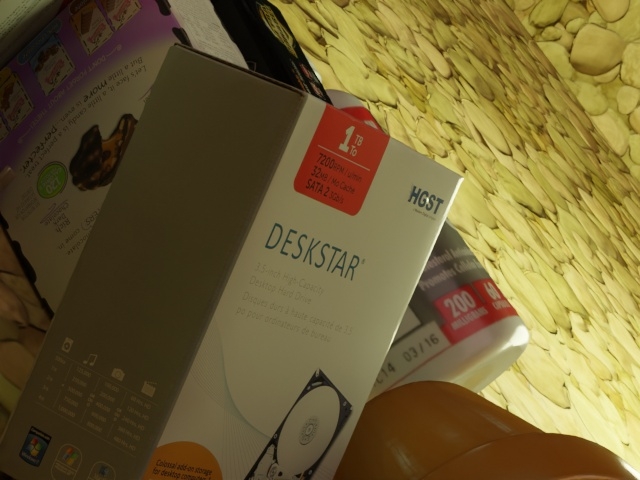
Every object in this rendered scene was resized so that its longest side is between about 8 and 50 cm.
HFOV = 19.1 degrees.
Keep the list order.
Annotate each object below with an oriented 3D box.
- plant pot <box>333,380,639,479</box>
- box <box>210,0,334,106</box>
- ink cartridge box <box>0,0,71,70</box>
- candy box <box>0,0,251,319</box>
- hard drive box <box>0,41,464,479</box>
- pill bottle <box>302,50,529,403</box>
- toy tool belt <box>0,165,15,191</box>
[{"bbox_3d":[0.090,0.182,1.136,0.205,0.205,0.188,38,5,-33],"label":"plant pot"},{"bbox_3d":[-0.063,-0.030,1.187,0.051,0.175,0.220,29,27,-51],"label":"box"},{"bbox_3d":[-0.215,-0.138,0.998,0.114,0.197,0.273,47,17,-5],"label":"ink cartridge box"},{"bbox_3d":[-0.117,-0.060,1.133,0.070,0.165,0.196,19,35,-57],"label":"candy box"},{"bbox_3d":[-0.043,0.038,0.989,0.089,0.232,0.181,23,2,32],"label":"hard drive box"},{"bbox_3d":[0.000,0.000,1.304,0.283,0.161,0.161,55,18,13],"label":"pill bottle"},{"bbox_3d":[-0.209,-0.033,1.042,0.083,0.051,0.052,23,32,-55],"label":"toy tool belt"}]
